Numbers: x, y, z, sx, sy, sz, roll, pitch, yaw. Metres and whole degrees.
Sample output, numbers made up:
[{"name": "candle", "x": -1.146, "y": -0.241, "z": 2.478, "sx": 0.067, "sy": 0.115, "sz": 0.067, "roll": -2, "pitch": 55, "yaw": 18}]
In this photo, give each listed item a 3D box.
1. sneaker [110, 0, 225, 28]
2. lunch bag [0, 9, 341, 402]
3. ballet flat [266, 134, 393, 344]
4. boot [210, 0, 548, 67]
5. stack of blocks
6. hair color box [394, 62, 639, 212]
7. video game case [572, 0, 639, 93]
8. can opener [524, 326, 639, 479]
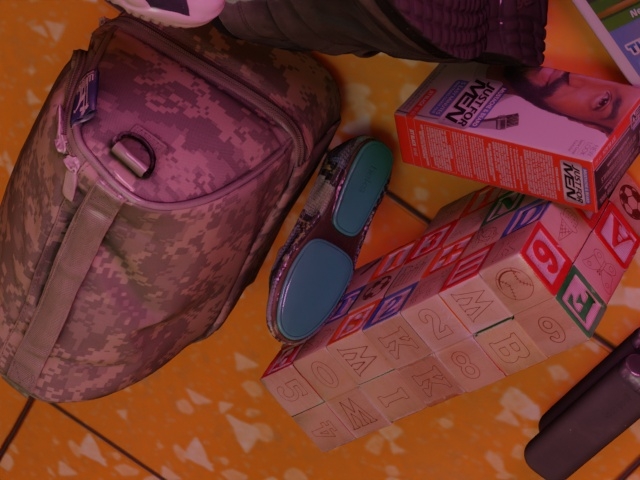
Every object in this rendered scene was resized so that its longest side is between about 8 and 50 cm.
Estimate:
[{"name": "sneaker", "x": -0.102, "y": -0.240, "z": 1.099, "sx": 0.153, "sy": 0.094, "sz": 0.235, "roll": -12, "pitch": 121, "yaw": 42}, {"name": "lunch bag", "x": -0.148, "y": -0.030, "z": 1.427, "sx": 0.212, "sy": 0.256, "sz": 0.305, "roll": 33, "pitch": 133, "yaw": 2}, {"name": "ballet flat", "x": 0.000, "y": 0.000, "z": 1.434, "sx": 0.070, "sy": 0.188, "sz": 0.070, "roll": 27, "pitch": 164, "yaw": 8}, {"name": "boot", "x": 0.010, "y": -0.172, "z": 1.205, "sx": 0.222, "sy": 0.338, "sz": 0.118, "roll": 3, "pitch": 83, "yaw": 23}, {"name": "stack of blocks", "x": 0.106, "y": 0.045, "z": 1.403, "sx": 0.297, "sy": 0.171, "sz": 0.087, "roll": -29, "pitch": 107, "yaw": 41}, {"name": "hair color box", "x": 0.150, "y": -0.085, "z": 1.311, "sx": 0.167, "sy": 0.093, "sz": 0.053, "roll": 17, "pitch": 138, "yaw": 30}, {"name": "video game case", "x": 0.362, "y": -0.150, "z": 1.201, "sx": 0.329, "sy": 0.036, "sz": 0.300, "roll": -24, "pitch": 110, "yaw": 42}, {"name": "can opener", "x": 0.279, "y": 0.123, "z": 1.433, "sx": 0.095, "sy": 0.076, "sz": 0.283, "roll": 38, "pitch": 135, "yaw": -1}]
